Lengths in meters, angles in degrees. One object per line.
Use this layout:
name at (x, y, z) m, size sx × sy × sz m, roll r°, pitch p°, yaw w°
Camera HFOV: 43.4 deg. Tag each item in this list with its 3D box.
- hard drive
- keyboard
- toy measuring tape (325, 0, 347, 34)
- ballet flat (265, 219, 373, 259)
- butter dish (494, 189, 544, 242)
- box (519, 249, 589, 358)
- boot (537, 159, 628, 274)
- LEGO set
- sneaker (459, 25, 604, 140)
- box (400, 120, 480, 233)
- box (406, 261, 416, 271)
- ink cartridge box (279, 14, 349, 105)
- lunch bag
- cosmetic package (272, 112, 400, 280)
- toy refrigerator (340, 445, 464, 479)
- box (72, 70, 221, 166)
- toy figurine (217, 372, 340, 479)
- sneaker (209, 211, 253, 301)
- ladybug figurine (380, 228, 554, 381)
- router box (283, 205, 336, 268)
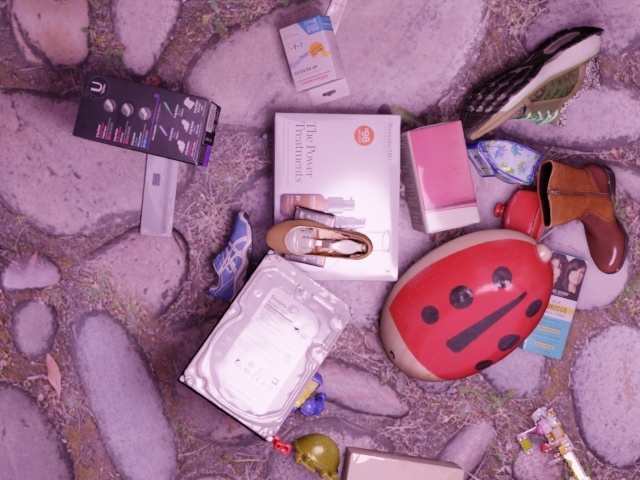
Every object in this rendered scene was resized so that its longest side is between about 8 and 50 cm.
hard drive at (-0.111, 0.221, 1.713) m, size 0.237 × 0.064 × 0.339 m, roll 37°, pitch 72°, yaw -6°
keyboard at (-0.363, -0.138, 1.832) m, size 0.072 × 0.014 × 0.256 m, roll 6°, pitch 93°, yaw 0°
toy measuring tape at (0.069, -0.594, 1.787) m, size 0.121 × 0.121 × 0.330 m, roll 21°, pitch 92°, yaw -6°
ballet flat at (0.000, 0.000, 1.708) m, size 0.232 × 0.073 × 0.080 m, roll 4°, pitch 97°, yaw -5°
butter dish at (0.459, -0.056, 1.858) m, size 0.118 × 0.160 × 0.160 m, roll 19°, pitch 91°, yaw 18°
box at (0.548, 0.149, 1.908) m, size 0.100 × 0.060 × 0.244 m, roll 15°, pitch 93°, yaw -6°
boot at (0.587, -0.046, 1.800) m, size 0.280 × 0.096 × 0.264 m, roll -5°, pitch 95°, yaw -47°
LEGO set at (0.555, 0.522, 1.909) m, size 0.107 × 0.132 × 0.287 m, roll -29°, pitch 102°, yaw 6°
sneaker at (0.500, -0.316, 1.821) m, size 0.410 × 0.158 × 0.182 m, roll -35°, pitch 113°, yaw -11°
box at (0.262, -0.143, 1.818) m, size 0.126 × 0.148 × 0.232 m, roll -12°, pitch 96°, yaw -5°
box at (0.256, 0.121, 1.896) m, size 0.137 × 0.027 × 0.094 m, roll 26°, pitch 90°, yaw -6°
ink cartridge box at (-0.012, -0.399, 1.800) m, size 0.104 × 0.061 × 0.181 m, roll -14°, pitch 96°, yaw 26°
lunch bag at (0.408, -0.187, 1.838) m, size 0.151 × 0.129 × 0.096 m, roll 25°, pitch 91°, yaw -7°
cosmetic package at (0.033, -0.097, 1.828) m, size 0.284 × 0.097 × 0.377 m, roll 0°, pitch 95°, yaw -7°
toy refrigerator at (0.188, 0.558, 1.890) m, size 0.269 × 0.094 × 0.102 m, roll 10°, pitch 86°, yaw -6°
box at (-0.368, -0.258, 1.735) m, size 0.270 × 0.165 × 0.143 m, roll 13°, pitch 93°, yaw -1°
toy figurine at (-0.046, 0.358, 1.812) m, size 0.362 × 0.191 × 0.217 m, roll 35°, pitch 85°, yaw -7°
sneaker at (-0.200, 0.037, 1.823) m, size 0.081 × 0.080 × 0.211 m, roll 9°, pitch 92°, yaw -9°
ladybug figurine at (0.324, 0.160, 1.772) m, size 0.305 × 0.162 × 0.449 m, roll 40°, pitch 113°, yaw -14°
router box at (-0.023, -0.008, 1.763) m, size 0.092 × 0.038 × 0.122 m, roll 14°, pitch 94°, yaw -5°
